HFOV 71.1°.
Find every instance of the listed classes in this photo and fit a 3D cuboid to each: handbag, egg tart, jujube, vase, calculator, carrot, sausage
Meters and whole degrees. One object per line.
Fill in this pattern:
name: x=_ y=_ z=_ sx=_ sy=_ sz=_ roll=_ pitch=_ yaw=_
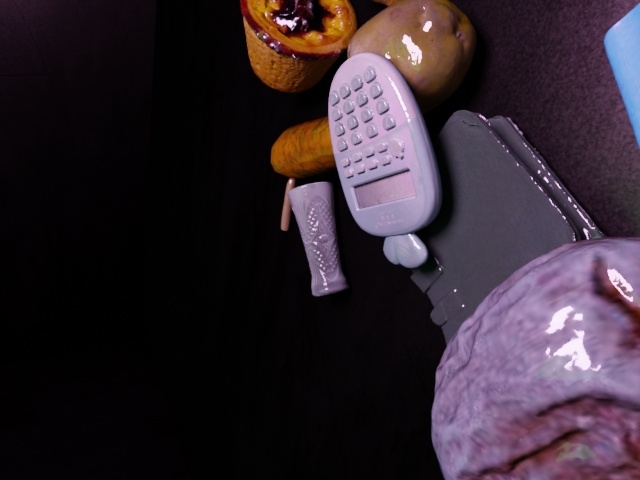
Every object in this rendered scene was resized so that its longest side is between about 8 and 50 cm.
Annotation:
handbag: x=0.199 y=-0.002 z=0.591 sx=0.260 sy=0.079 sz=0.247 roll=-58 pitch=46 yaw=45
egg tart: x=-0.046 y=-0.387 z=0.844 sx=0.171 sy=0.215 sz=0.215 roll=123 pitch=135 yaw=-66
jujube: x=0.242 y=0.137 z=0.400 sx=0.246 sy=0.215 sz=0.308 roll=50 pitch=130 yaw=12
vase: x=0.000 y=0.000 z=0.904 sx=0.096 sy=0.096 sz=0.219 roll=-21 pitch=78 yaw=57
calculator: x=0.085 y=-0.104 z=0.616 sx=0.184 sy=0.042 sz=0.295 roll=-8 pitch=100 yaw=60
carrot: x=0.005 y=-0.180 z=0.851 sx=0.302 sy=0.114 sz=0.114 roll=-1 pitch=93 yaw=56
sausage: x=-0.078 y=-0.086 z=1.079 sx=0.024 sy=0.024 sz=0.132 roll=40 pitch=128 yaw=49

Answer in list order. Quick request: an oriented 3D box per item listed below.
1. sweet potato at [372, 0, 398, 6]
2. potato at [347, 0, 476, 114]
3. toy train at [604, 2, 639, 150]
sweet potato: x=0.075 y=-0.444 z=0.742 sx=0.243 sy=0.077 sz=0.077 roll=51 pitch=134 yaw=41
potato: x=0.122 y=-0.255 z=0.638 sx=0.200 sy=0.137 sz=0.154 roll=-12 pitch=110 yaw=59
toy train: x=0.324 y=-0.099 z=0.199 sx=0.300 sy=0.265 sz=0.188 roll=-28 pitch=70 yaw=58
